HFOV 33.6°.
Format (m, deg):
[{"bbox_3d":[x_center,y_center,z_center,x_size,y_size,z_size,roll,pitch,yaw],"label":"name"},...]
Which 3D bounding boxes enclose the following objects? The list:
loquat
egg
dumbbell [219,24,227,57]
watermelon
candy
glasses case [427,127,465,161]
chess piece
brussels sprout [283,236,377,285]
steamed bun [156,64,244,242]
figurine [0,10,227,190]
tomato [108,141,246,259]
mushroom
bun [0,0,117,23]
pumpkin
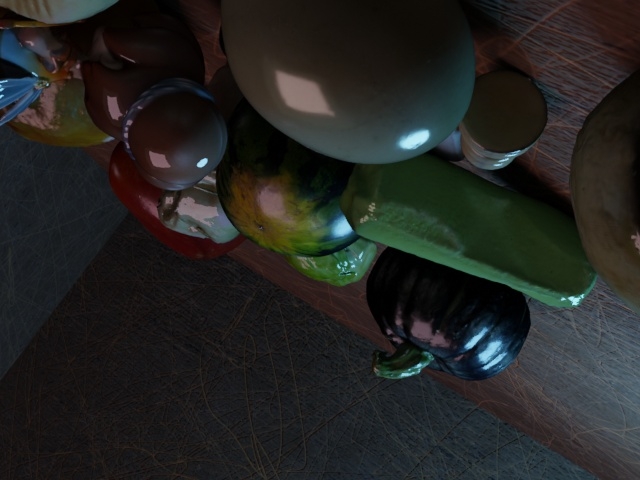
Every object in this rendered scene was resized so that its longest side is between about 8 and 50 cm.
[{"bbox_3d":[-0.400,-0.300,1.674,0.328,0.328,0.328,34,170,7],"label":"loquat"},{"bbox_3d":[0.027,-0.192,1.039,0.269,0.219,0.219,41,169,-4],"label":"egg"},{"bbox_3d":[-0.019,-0.217,1.277,0.143,0.143,0.325,27,166,40],"label":"dumbbell"},{"bbox_3d":[-0.025,-0.105,1.511,0.269,0.269,0.269,34,170,7],"label":"watermelon"},{"bbox_3d":[0.191,-0.017,1.376,0.344,0.132,0.142,22,153,-13],"label":"candy"},{"bbox_3d":[0.135,-0.158,1.278,0.092,0.059,0.233,28,169,20],"label":"glasses case"},{"bbox_3d":[0.197,-0.121,1.189,0.094,0.094,0.170,34,174,9],"label":"chess piece"},{"bbox_3d":[0.000,0.000,2.144,0.223,0.161,0.223,41,169,10],"label":"brussels sprout"},{"bbox_3d":[-0.130,-0.129,1.756,0.207,0.280,0.268,24,136,-4],"label":"steamed bun"},{"bbox_3d":[-0.317,-0.208,1.417,0.388,0.248,0.276,7,-179,-11],"label":"figurine"},{"bbox_3d":[-0.239,-0.119,2.068,0.290,0.293,0.325,49,169,23],"label":"tomato"},{"bbox_3d":[0.318,-0.018,0.955,0.267,0.189,0.164,40,165,-22],"label":"mushroom"},{"bbox_3d":[-0.349,-0.422,1.214,0.361,0.213,0.361,21,147,14],"label":"bun"},{"bbox_3d":[0.204,0.136,1.796,0.296,0.296,0.296,34,170,7],"label":"pumpkin"}]
